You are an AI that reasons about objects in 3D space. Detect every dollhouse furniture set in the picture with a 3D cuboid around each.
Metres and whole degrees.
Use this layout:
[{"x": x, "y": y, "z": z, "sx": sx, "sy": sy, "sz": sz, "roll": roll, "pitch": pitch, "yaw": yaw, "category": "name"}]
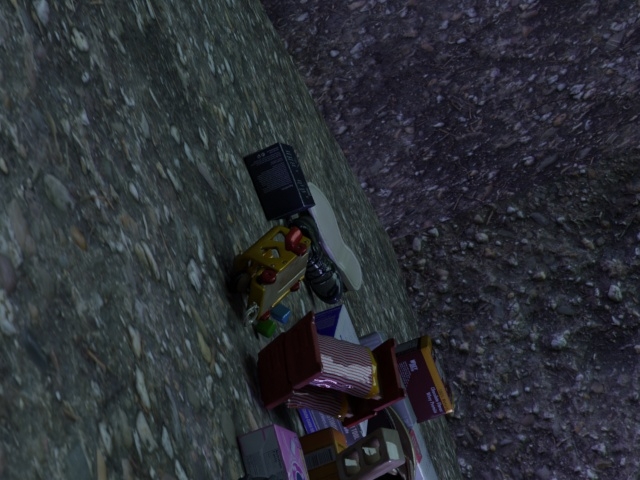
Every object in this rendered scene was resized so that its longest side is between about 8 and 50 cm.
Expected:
[{"x": 0.038, "y": 0.328, "z": 1.564, "sx": 0.201, "sy": 0.152, "sz": 0.374, "roll": 20, "pitch": 46, "yaw": -37, "category": "dollhouse furniture set"}]

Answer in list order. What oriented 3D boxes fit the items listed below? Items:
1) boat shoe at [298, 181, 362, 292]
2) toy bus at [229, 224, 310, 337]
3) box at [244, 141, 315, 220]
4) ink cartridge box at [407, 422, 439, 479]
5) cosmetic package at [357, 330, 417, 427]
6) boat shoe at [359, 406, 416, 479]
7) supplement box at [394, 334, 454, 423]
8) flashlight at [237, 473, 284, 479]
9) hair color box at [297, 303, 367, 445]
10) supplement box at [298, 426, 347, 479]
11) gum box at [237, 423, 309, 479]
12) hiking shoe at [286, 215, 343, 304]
[{"x": 0.000, "y": 0.000, "z": 2.425, "sx": 0.324, "sy": 0.097, "sz": 0.116, "roll": 62, "pitch": 32, "yaw": -30, "category": "boat shoe"}, {"x": -0.104, "y": 0.058, "z": 1.695, "sx": 0.104, "sy": 0.190, "sz": 0.202, "roll": 26, "pitch": -6, "yaw": 19, "category": "toy bus"}, {"x": -0.091, "y": -0.134, "z": 2.217, "sx": 0.156, "sy": 0.093, "sz": 0.158, "roll": -15, "pitch": 83, "yaw": -81, "category": "box"}, {"x": 0.218, "y": 0.594, "z": 2.280, "sx": 0.207, "sy": 0.117, "sz": 0.282, "roll": -7, "pitch": 75, "yaw": -80, "category": "ink cartridge box"}, {"x": 0.131, "y": 0.347, "z": 2.314, "sx": 0.107, "sy": 0.127, "sz": 0.237, "roll": 25, "pitch": 42, "yaw": -77, "category": "cosmetic package"}, {"x": 0.140, "y": 0.495, "z": 2.078, "sx": 0.123, "sy": 0.123, "sz": 0.341, "roll": 57, "pitch": 22, "yaw": -56, "category": "boat shoe"}, {"x": 0.234, "y": 0.384, "z": 2.588, "sx": 0.129, "sy": 0.194, "sz": 0.191, "roll": -53, "pitch": 121, "yaw": -78, "category": "supplement box"}, {"x": -0.096, "y": 0.361, "z": 1.102, "sx": 0.103, "sy": 0.103, "sz": 0.304, "roll": 63, "pitch": 9, "yaw": -2, "category": "flashlight"}, {"x": 0.021, "y": 0.268, "z": 1.935, "sx": 0.339, "sy": 0.110, "sz": 0.185, "roll": -70, "pitch": 139, "yaw": -78, "category": "hair color box"}, {"x": 0.026, "y": 0.447, "z": 1.665, "sx": 0.078, "sy": 0.080, "sz": 0.233, "roll": 48, "pitch": 24, "yaw": -58, "category": "supplement box"}, {"x": -0.057, "y": 0.365, "z": 1.423, "sx": 0.107, "sy": 0.062, "sz": 0.188, "roll": 47, "pitch": 24, "yaw": -65, "category": "gum box"}, {"x": -0.025, "y": 0.051, "z": 2.275, "sx": 0.226, "sy": 0.086, "sz": 0.114, "roll": 64, "pitch": 23, "yaw": 7, "category": "hiking shoe"}]
